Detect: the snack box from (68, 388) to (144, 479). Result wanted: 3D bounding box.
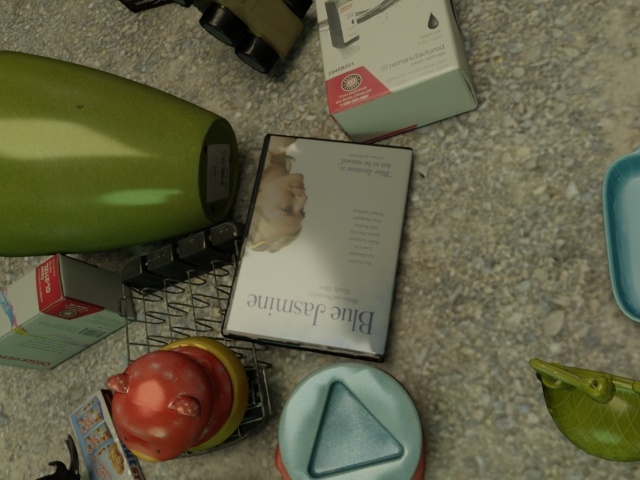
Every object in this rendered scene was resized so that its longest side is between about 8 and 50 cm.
[{"bbox_3d":[-0.270,0.283,0.771,0.064,0.022,0.178,-41,60,11],"label":"snack box"}]

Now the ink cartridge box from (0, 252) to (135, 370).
[{"bbox_3d":[-0.366,0.102,0.818,0.175,0.127,0.072,-29,61,16],"label":"ink cartridge box"}]

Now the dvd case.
[{"bbox_3d":[0.000,0.000,0.683,0.181,0.022,0.252,7,72,9],"label":"dvd case"}]

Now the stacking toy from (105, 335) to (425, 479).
[{"bbox_3d":[-0.059,0.236,0.562,0.309,0.130,0.279,4,79,8],"label":"stacking toy"}]

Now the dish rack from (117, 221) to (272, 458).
[{"bbox_3d":[-0.150,0.120,0.737,0.208,0.074,0.271,-21,67,21],"label":"dish rack"}]

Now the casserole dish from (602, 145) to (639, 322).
[{"bbox_3d":[0.325,-0.003,0.551,0.114,0.037,0.188,-5,72,25],"label":"casserole dish"}]

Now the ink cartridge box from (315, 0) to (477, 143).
[{"bbox_3d":[0.085,-0.247,0.724,0.159,0.092,0.217,-15,65,22],"label":"ink cartridge box"}]

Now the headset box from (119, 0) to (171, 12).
[{"bbox_3d":[-0.331,-0.535,0.916,0.110,0.293,0.217,-3,73,26],"label":"headset box"}]

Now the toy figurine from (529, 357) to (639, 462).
[{"bbox_3d":[0.310,0.225,0.403,0.363,0.191,0.217,8,82,30],"label":"toy figurine"}]

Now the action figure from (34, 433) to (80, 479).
[{"bbox_3d":[-0.332,0.378,0.696,0.164,0.141,0.275,-34,24,53],"label":"action figure"}]

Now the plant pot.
[{"bbox_3d":[-0.267,-0.102,0.781,0.294,0.275,0.274,5,75,12],"label":"plant pot"}]

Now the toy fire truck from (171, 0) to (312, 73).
[{"bbox_3d":[-0.153,-0.364,0.827,0.246,0.217,0.158,30,89,46],"label":"toy fire truck"}]
